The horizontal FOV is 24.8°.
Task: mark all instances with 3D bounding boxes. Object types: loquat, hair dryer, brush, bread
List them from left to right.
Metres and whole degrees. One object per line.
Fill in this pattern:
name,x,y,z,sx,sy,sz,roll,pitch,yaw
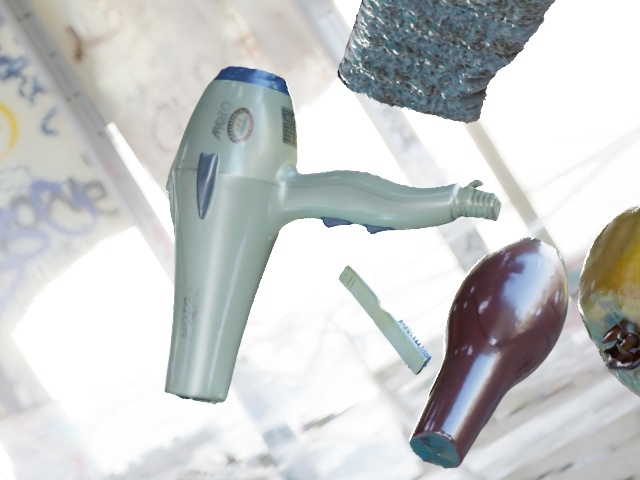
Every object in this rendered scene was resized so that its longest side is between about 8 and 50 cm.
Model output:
hair dryer,-0.032,0.024,1.269,0.296,0.298,0.119,-62,-25,2
brush,0.089,0.103,1.958,0.030,0.178,0.033,-19,-28,-41
bread,0.120,-0.222,1.372,0.416,0.165,0.113,114,171,-78
hair dryer,0.164,0.183,1.649,0.313,0.123,0.340,-57,-12,-36
loquat,0.315,0.045,1.227,0.234,0.187,0.176,-29,-2,-41
